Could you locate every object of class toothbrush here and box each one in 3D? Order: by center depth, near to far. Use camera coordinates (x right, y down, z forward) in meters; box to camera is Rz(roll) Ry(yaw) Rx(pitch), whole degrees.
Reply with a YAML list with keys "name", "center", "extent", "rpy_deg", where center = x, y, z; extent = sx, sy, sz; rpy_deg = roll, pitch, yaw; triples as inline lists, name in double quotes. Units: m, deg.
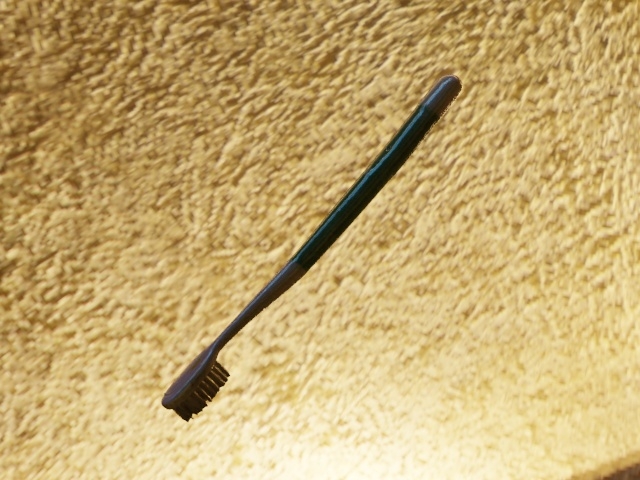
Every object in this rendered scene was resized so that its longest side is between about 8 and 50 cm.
- name: "toothbrush"
  center: [0.000, 0.000, 0.732]
  extent: [0.257, 0.018, 0.024]
  rpy_deg: [-50, -58, -12]
